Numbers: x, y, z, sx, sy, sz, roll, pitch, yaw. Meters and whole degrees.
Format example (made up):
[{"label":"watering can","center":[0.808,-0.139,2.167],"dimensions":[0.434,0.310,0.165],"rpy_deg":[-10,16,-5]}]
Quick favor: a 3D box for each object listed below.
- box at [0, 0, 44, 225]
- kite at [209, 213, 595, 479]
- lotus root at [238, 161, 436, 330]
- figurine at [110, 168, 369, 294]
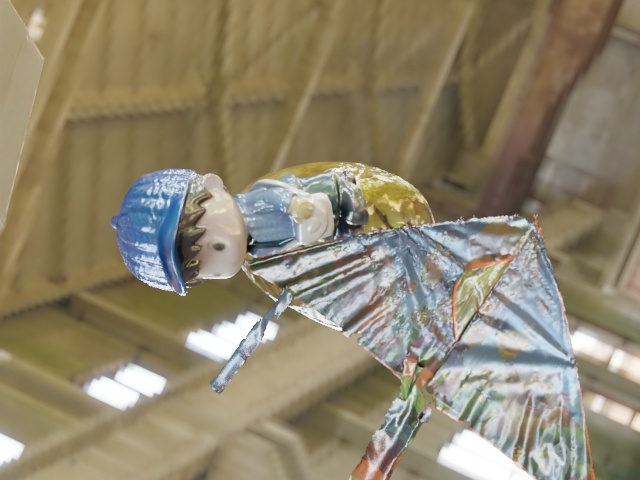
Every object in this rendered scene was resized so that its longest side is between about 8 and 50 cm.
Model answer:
[{"label":"box","center":[-0.306,-0.196,1.368],"dimensions":[0.204,0.051,0.365],"rpy_deg":[-87,-26,-49]},{"label":"kite","center":[0.046,0.052,0.795],"dimensions":[0.160,0.183,0.010],"rpy_deg":[-60,-12,28]},{"label":"lotus root","center":[0.000,0.000,1.518],"dimensions":[0.138,0.214,0.138],"rpy_deg":[-17,-68,-50]},{"label":"figurine","center":[-0.049,-0.013,1.209],"dimensions":[0.086,0.149,0.087],"rpy_deg":[98,156,-57]}]
